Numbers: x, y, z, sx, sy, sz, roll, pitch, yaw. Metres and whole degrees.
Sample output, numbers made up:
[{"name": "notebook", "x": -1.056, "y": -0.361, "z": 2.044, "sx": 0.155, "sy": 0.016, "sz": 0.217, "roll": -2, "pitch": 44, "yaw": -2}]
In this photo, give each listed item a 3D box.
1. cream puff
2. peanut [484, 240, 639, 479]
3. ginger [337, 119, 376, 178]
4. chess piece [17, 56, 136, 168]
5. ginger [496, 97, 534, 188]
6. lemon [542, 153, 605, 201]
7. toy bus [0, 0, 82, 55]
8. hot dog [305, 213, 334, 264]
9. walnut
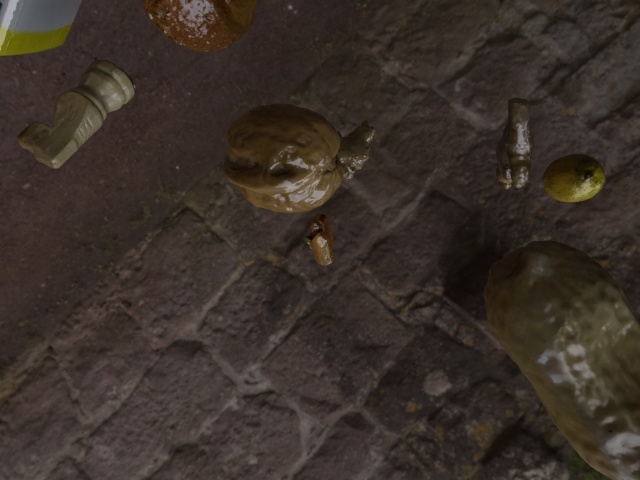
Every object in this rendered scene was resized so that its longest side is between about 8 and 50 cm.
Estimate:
[{"name": "cream puff", "x": -0.263, "y": -0.549, "z": 1.049, "sx": 0.303, "sy": 0.212, "sz": 0.303, "roll": 5, "pitch": 90, "yaw": -74}, {"name": "peanut", "x": 0.290, "y": 0.136, "z": 0.544, "sx": 0.143, "sy": 0.291, "sz": 0.159, "roll": -35, "pitch": 172, "yaw": -27}, {"name": "ginger", "x": 0.064, "y": -0.227, "z": 1.286, "sx": 0.213, "sy": 0.138, "sz": 0.074, "roll": -20, "pitch": -163, "yaw": -35}, {"name": "chess piece", "x": -0.596, "y": -0.306, "z": 1.228, "sx": 0.137, "sy": 0.137, "sz": 0.301, "roll": 107, "pitch": 9, "yaw": -60}, {"name": "ginger", "x": 0.434, "y": -0.194, "z": 1.108, "sx": 0.080, "sy": 0.166, "sz": 0.333, "roll": -7, "pitch": 177, "yaw": 12}, {"name": "lemon", "x": 0.427, "y": -0.105, "z": 0.852, "sx": 0.082, "sy": 0.082, "sz": 0.110, "roll": -42, "pitch": -168, "yaw": -13}, {"name": "toy bus", "x": -0.503, "y": -0.562, "z": 0.853, "sx": 0.440, "sy": 0.249, "sz": 0.209, "roll": -47, "pitch": -172, "yaw": 28}, {"name": "hot dog", "x": 0.000, "y": 0.000, "z": 1.272, "sx": 0.236, "sy": 0.062, "sz": 0.092, "roll": 77, "pitch": 16, "yaw": -66}, {"name": "walnut", "x": -0.083, "y": -0.166, "z": 1.032, "sx": 0.257, "sy": 0.257, "sz": 0.225, "roll": -36, "pitch": 131, "yaw": -31}]
